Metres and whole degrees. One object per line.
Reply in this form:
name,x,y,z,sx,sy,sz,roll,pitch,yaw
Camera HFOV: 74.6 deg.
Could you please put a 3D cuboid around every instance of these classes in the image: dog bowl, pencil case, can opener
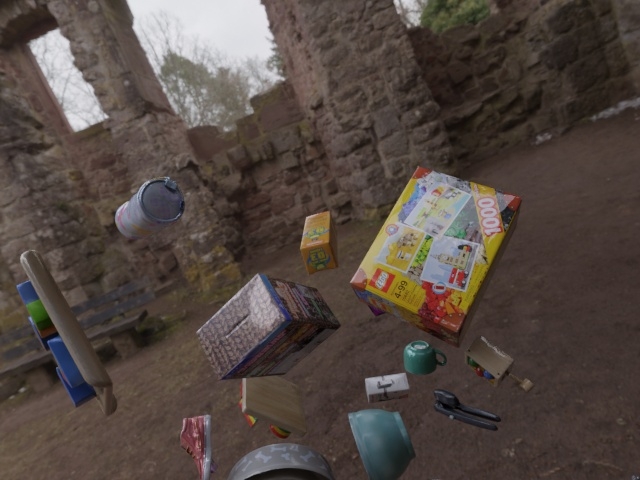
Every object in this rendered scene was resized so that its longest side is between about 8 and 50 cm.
dog bowl,-0.110,0.719,1.180,0.348,0.349,0.102,-23,24,4
pencil case,-0.456,-0.080,1.111,0.113,0.124,0.273,13,-18,-35
can opener,0.380,0.456,1.110,0.186,0.073,0.059,11,57,48

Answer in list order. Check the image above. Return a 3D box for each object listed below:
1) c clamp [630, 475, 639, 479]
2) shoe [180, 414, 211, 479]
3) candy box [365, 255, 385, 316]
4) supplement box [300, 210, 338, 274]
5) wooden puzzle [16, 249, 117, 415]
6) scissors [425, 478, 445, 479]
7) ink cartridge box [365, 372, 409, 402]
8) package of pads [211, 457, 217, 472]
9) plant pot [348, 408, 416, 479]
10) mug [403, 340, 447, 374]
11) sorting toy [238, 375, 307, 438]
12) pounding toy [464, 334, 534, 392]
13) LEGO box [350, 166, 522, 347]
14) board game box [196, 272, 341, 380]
c clamp,0.861,0.616,1.042,0.160,0.137,0.022,21,40,7
shoe,-0.337,0.566,1.135,0.081,0.178,0.064,0,-40,-15
candy box,0.231,0.168,1.703,0.071,0.159,0.233,-26,20,30
supplement box,0.000,0.000,1.094,0.077,0.080,0.233,-14,23,7
wooden puzzle,-0.559,0.229,0.920,0.080,0.322,0.348,-29,-15,-33
scissors,0.508,0.856,1.469,0.296,0.021,0.109,2,-22,3
ink cartridge box,0.219,0.488,1.387,0.135,0.099,0.056,-9,53,1
package of pads,-0.429,0.835,1.575,0.050,0.083,0.032,-28,13,10
plant pot,0.250,0.789,1.640,0.196,0.294,0.293,-21,10,-1
mug,0.414,0.464,1.704,0.157,0.098,0.129,-11,13,-21
sorting toy,-0.195,0.622,1.595,0.090,0.257,0.255,-55,19,11
pounding toy,0.581,0.436,1.378,0.094,0.181,0.206,-44,55,-11
LEGO box,0.393,0.041,1.421,0.372,0.193,0.501,23,70,27
board game box,-0.125,0.232,1.100,0.232,0.141,0.291,-43,-29,12
